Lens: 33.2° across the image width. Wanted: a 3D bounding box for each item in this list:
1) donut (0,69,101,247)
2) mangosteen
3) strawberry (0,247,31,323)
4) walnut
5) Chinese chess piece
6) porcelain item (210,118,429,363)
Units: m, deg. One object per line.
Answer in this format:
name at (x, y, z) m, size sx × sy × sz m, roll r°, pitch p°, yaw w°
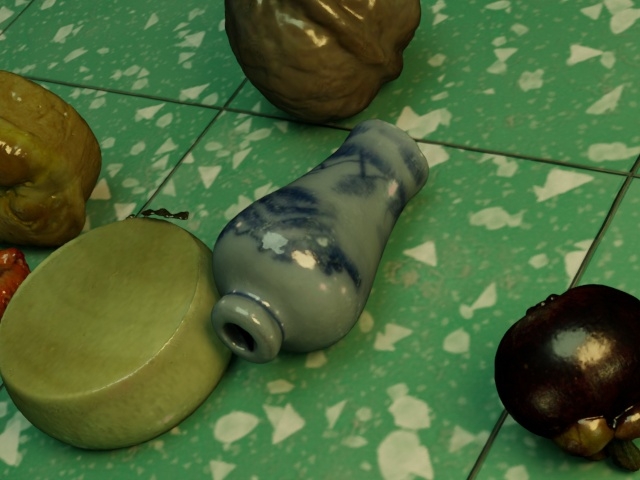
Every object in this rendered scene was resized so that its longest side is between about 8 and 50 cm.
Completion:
donut at (-0.370, -0.093, 1.181) m, size 0.261 × 0.208 × 0.128 m, roll 5°, pitch 51°, yaw 25°
mangosteen at (0.196, 0.103, 0.780) m, size 0.140 × 0.140 × 0.140 m, roll -14°, pitch 45°, yaw 15°
strawberry at (-0.378, 0.072, 1.132) m, size 0.188 × 0.082 × 0.121 m, roll -13°, pitch 24°, yaw 29°
walnut at (0.001, -0.236, 1.134) m, size 0.224 × 0.224 × 0.224 m, roll -14°, pitch 45°, yaw 15°
Chinese chess piece at (-0.185, 0.082, 1.003) m, size 0.237 × 0.092 × 0.238 m, roll -15°, pitch 44°, yaw 15°
porcelain item at (0.000, 0.000, 0.962) m, size 0.141 × 0.141 × 0.259 m, roll 11°, pitch 45°, yaw 35°
